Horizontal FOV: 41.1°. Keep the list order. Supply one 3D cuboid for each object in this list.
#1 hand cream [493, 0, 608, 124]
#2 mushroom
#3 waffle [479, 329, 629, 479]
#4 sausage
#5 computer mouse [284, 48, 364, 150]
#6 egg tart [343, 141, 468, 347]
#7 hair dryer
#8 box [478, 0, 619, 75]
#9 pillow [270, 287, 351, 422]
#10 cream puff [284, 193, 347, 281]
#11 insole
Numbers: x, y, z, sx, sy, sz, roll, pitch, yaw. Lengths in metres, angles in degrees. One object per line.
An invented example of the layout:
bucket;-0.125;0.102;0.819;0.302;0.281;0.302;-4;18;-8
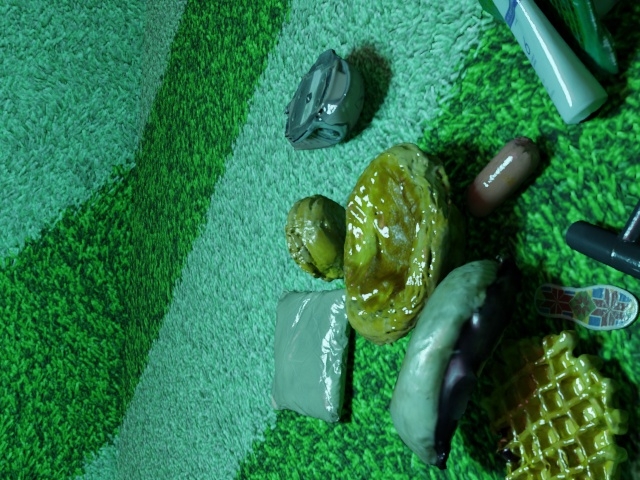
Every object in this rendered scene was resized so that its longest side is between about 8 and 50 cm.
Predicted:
hand cream;0.307;-0.307;1.234;0.320;0.067;0.109;62;-179;14
mushroom;0.194;0.181;1.309;0.247;0.130;0.344;-56;-14;-61
waffle;0.323;0.273;1.210;0.283;0.065;0.309;21;101;61
sausage;0.285;-0.099;1.342;0.154;0.062;0.062;-53;42;42
computer mouse;0.007;-0.277;1.819;0.199;0.115;0.389;-70;16;-8
egg tart;0.149;0.010;1.460;0.352;0.150;0.351;-171;90;-68
hair dryer;0.419;-0.053;1.123;0.173;0.050;0.194;31;108;57
box;0.316;-0.414;1.230;0.106;0.264;0.336;-35;40;-1
pillow;-0.030;0.238;1.823;0.281;0.076;0.274;-6;78;59
cream puff;0.000;0.000;1.708;0.130;0.189;0.189;-26;58;22
insole;0.372;0.091;1.212;0.193;0.006;0.065;6;90;60
